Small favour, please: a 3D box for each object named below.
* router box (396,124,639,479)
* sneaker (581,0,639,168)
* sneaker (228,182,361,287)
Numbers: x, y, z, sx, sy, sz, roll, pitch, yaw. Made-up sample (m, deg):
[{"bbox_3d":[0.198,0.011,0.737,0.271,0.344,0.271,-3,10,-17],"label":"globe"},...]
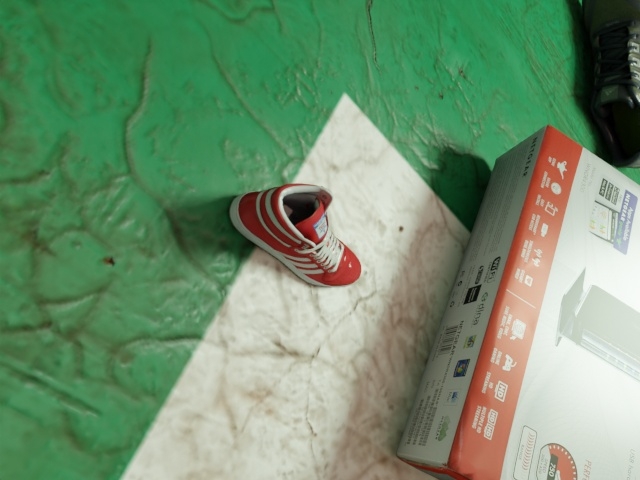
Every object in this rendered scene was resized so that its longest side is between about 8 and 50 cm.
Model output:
[{"bbox_3d":[0.266,0.106,0.469,0.301,0.082,0.336,30,65,-9],"label":"router box"},{"bbox_3d":[0.443,-0.242,0.717,0.121,0.111,0.300,-24,96,-34],"label":"sneaker"},{"bbox_3d":[0.000,0.000,0.348,0.118,0.067,0.042,31,66,-31],"label":"sneaker"}]
